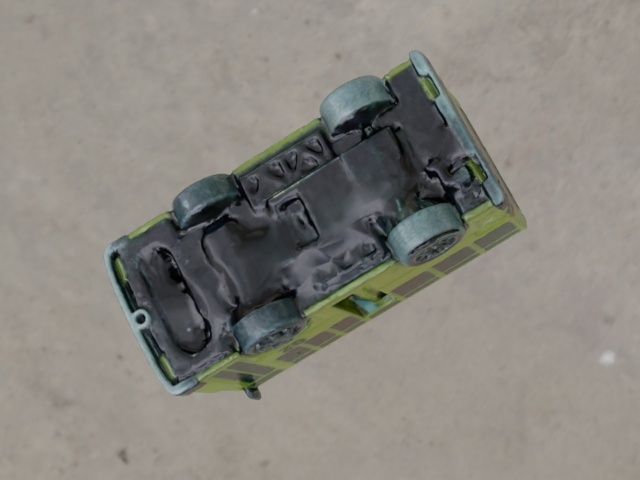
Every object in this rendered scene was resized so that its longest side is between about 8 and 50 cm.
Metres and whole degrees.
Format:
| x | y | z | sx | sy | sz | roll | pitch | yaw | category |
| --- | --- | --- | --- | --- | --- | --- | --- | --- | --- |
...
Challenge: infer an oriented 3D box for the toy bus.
| x | y | z | sx | sy | sz | roll | pitch | yaw | category |
| --- | --- | --- | --- | --- | --- | --- | --- | --- | --- |
| 0.000 | 0.000 | 0.674 | 0.175 | 0.101 | 0.088 | -31 | 74 | 12 | toy bus |
